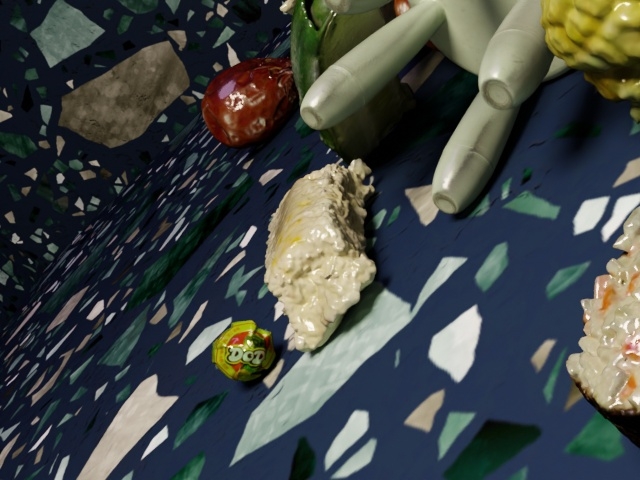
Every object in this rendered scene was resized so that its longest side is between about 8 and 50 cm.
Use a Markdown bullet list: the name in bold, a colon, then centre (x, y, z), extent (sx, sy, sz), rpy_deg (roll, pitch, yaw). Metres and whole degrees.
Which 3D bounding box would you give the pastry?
- **pastry**: centre (-0.003, 0.004, 0.802), extent (0.121, 0.089, 0.258), rpy_deg (-53, 11, 23)

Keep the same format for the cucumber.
- **cucumber**: centre (0.018, -0.192, 0.873), extent (0.145, 0.105, 0.325), rpy_deg (-50, -17, -3)

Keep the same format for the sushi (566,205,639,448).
- **sushi**: centre (0.173, 0.026, 0.352), extent (0.150, 0.078, 0.090), rpy_deg (-53, 19, -16)

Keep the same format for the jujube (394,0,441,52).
- **jujube**: centre (0.201, -0.355, 0.930), extent (0.290, 0.197, 0.197), rpy_deg (-58, 17, 8)

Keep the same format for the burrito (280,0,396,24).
- **burrito**: centre (0.078, -0.308, 1.038), extent (0.117, 0.076, 0.392), rpy_deg (-42, -14, 27)

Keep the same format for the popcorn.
- **popcorn**: centre (0.230, -0.161, 0.513), extent (0.173, 0.173, 0.142), rpy_deg (-14, 59, 60)

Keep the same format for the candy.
- **candy**: centre (-0.093, 0.112, 0.845), extent (0.194, 0.062, 0.058), rpy_deg (165, 100, -73)

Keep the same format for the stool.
- **stool**: centre (0.114, -0.168, 0.681), extent (0.199, 0.195, 0.195), rpy_deg (-52, -12, -30)

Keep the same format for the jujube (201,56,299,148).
- **jujube**: centre (-0.119, -0.277, 1.567), extent (0.236, 0.168, 0.168), rpy_deg (-39, 11, -32)
